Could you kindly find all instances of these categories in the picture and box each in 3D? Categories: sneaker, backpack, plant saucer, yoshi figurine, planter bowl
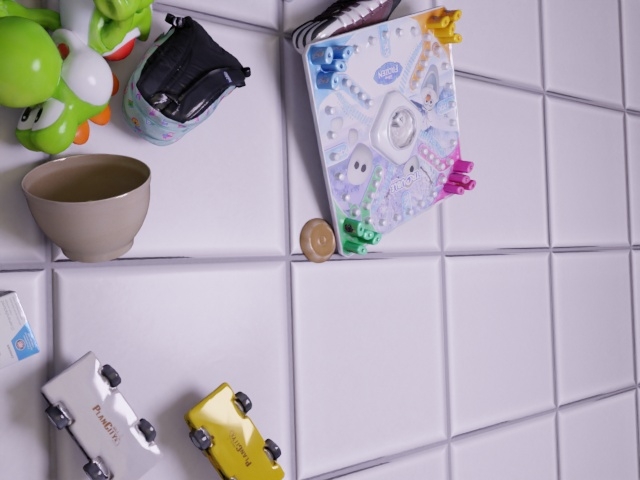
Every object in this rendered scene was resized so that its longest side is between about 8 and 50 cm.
[{"bbox_3d":[0.068,-0.364,1.183,0.281,0.106,0.163,-40,124,-29],"label":"sneaker"},{"bbox_3d":[-0.210,-0.228,0.938,0.152,0.115,0.182,36,53,-11],"label":"backpack"},{"bbox_3d":[0.000,0.000,1.150,0.083,0.015,0.084,2,87,-37],"label":"plant saucer"},{"bbox_3d":[-0.333,-0.299,0.823,0.202,0.203,0.362,22,77,-18],"label":"yoshi figurine"},{"bbox_3d":[-0.307,-0.038,0.851,0.162,0.162,0.109,-20,126,-35],"label":"planter bowl"}]

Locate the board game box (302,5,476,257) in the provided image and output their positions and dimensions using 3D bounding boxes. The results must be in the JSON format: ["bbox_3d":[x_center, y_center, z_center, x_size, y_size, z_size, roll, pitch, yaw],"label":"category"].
[{"bbox_3d":[0.156,-0.212,1.195,0.389,0.050,0.390,-29,118,-36],"label":"board game box"}]

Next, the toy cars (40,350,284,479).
[{"bbox_3d":[-0.227,0.284,0.930,0.393,0.087,0.177,22,70,-31],"label":"toy cars"}]

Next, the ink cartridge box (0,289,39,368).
[{"bbox_3d":[-0.436,0.127,0.797,0.122,0.052,0.089,-24,102,-34],"label":"ink cartridge box"}]

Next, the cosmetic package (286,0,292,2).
[{"bbox_3d":[-0.035,-0.669,0.964,0.329,0.327,0.394,25,73,-33],"label":"cosmetic package"}]
